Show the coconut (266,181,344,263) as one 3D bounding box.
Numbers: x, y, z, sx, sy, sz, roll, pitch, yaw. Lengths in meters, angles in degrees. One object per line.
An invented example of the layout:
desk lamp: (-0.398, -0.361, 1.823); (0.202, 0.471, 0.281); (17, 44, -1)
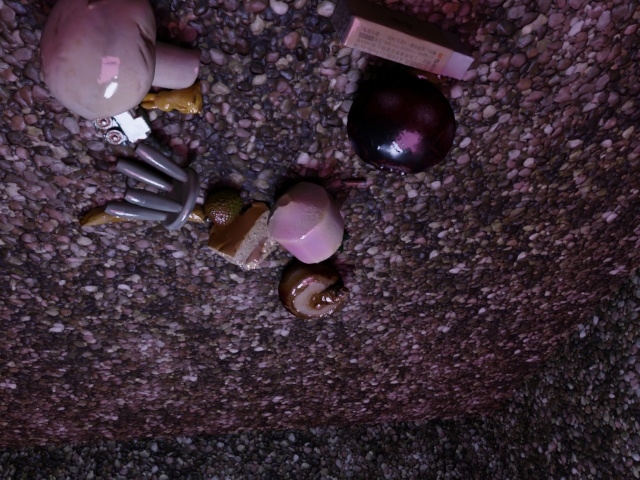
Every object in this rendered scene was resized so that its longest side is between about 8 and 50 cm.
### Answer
coconut: (-0.047, -0.068, 1.654); (0.233, 0.233, 0.245); (-24, 138, 14)

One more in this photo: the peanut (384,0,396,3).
peanut: (0.188, -0.600, 1.232); (0.037, 0.037, 0.083); (27, 125, -35)

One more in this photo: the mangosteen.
mangosteen: (0.216, -0.321, 1.373); (0.297, 0.297, 0.293); (0, 116, -13)

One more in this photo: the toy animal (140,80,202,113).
toy animal: (-0.393, -0.373, 1.351); (0.160, 0.083, 0.070); (-4, 166, 9)

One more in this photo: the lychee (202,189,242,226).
lychee: (-0.313, -0.100, 1.633); (0.147, 0.114, 0.114); (-34, 137, -4)

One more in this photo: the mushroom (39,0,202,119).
mushroom: (-0.434, -0.411, 1.161); (0.336, 0.314, 0.314); (1, 142, -45)

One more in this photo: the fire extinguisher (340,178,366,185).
fire extinguisher: (0.108, -0.189, 1.690); (0.083, 0.022, 0.028); (-2, 169, -10)

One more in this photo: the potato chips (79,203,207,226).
potato chips: (-0.560, -0.085, 1.635); (0.407, 0.057, 0.080); (-2, 135, -10)

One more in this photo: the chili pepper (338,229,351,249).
chili pepper: (0.000, 0.002, 1.853); (0.225, 0.061, 0.098); (0, 131, -10)

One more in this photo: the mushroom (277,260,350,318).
mushroom: (-0.023, 0.187, 1.987); (0.279, 0.163, 0.297); (-10, 139, 12)

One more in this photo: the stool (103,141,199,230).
stool: (-0.475, -0.149, 1.465); (0.199, 0.195, 0.195); (24, 153, -39)

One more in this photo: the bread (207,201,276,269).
bread: (-0.277, -0.022, 1.755); (0.211, 0.224, 0.183); (18, 159, 32)

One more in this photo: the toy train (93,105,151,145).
toy train: (-0.535, -0.339, 1.344); (0.125, 0.080, 0.194); (-24, 136, -1)

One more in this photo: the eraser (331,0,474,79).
eraser: (0.204, -0.499, 1.270); (0.344, 0.144, 0.078); (8, 134, -22)
